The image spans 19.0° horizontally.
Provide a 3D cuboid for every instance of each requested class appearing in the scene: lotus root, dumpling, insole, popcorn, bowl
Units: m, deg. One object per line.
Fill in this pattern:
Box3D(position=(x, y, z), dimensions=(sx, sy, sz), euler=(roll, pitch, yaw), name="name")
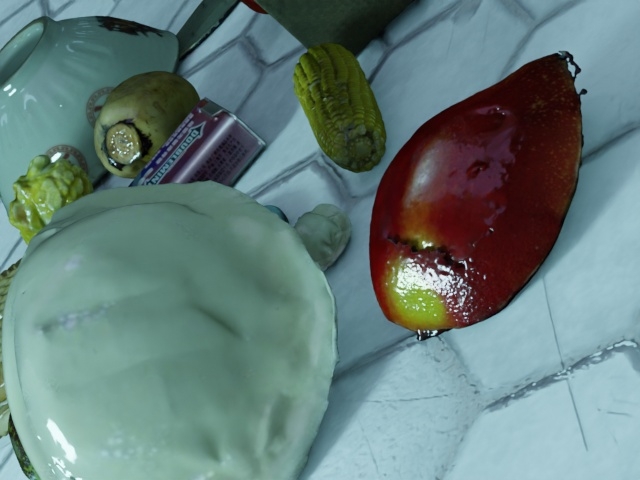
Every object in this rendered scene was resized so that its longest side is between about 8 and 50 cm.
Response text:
Box3D(position=(-0.205, -0.143, 2.298), dimensions=(0.125, 0.118, 0.221), euler=(-21, 13, 17), name="lotus root")
Box3D(position=(0.000, 0.002, 1.871), dimensions=(0.076, 0.057, 0.052), euler=(-44, -26, -55), name="dumpling")
Box3D(position=(-0.131, 0.113, 1.706), dimensions=(0.315, 0.233, 0.395), euler=(-15, 64, 25), name="dumpling")
Box3D(position=(-0.100, -0.356, 2.563), dimensions=(0.348, 0.009, 0.119), euler=(-45, 25, 5), name="insole")
Box3D(position=(-0.330, -0.039, 2.347), dimensions=(0.120, 0.116, 0.106), euler=(-36, 45, 21), name="popcorn")
Box3D(position=(-0.356, -0.197, 2.554), dimensions=(0.337, 0.157, 0.337), euler=(-37, 28, 23), name="bowl")

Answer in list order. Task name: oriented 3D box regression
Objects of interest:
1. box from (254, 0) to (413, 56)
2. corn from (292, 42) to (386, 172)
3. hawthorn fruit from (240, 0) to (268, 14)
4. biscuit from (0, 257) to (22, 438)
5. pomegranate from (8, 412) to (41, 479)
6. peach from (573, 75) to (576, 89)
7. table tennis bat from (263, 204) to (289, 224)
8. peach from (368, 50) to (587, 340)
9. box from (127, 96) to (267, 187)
Box3D(position=(-0.028, -0.344, 2.133), dimensions=(0.143, 0.273, 0.184), euler=(-42, 25, 19), name="box")
Box3D(position=(0.021, -0.140, 1.990), dimensions=(0.080, 0.080, 0.231), euler=(-42, 25, 11), name="corn")
Box3D(position=(-0.067, -0.370, 2.357), dimensions=(0.189, 0.189, 0.251), euler=(-50, 6, -5), name="hawthorn fruit")
Box3D(position=(-0.350, 0.118, 2.194), dimensions=(0.259, 0.079, 0.259), euler=(-34, 29, 22), name="biscuit")
Box3D(position=(-0.227, 0.195, 1.879), dimensions=(0.138, 0.163, 0.125), euler=(-41, -17, -23), name="pomegranate")
Box3D(position=(0.195, -0.109, 1.699), dimensions=(0.098, 0.061, 0.098), euler=(-20, 35, 15), name="peach")
Box3D(position=(-0.115, 0.055, 1.974), dimensions=(0.149, 0.038, 0.237), euler=(-5, 45, 54), name="table tennis bat")
Box3D(position=(0.129, -0.047, 1.625), dimensions=(0.189, 0.068, 0.279), euler=(29, 93, 42), name="peach")
Box3D(position=(-0.168, -0.054, 2.169), dimensions=(0.224, 0.069, 0.120), euler=(-50, 26, -5), name="box")
